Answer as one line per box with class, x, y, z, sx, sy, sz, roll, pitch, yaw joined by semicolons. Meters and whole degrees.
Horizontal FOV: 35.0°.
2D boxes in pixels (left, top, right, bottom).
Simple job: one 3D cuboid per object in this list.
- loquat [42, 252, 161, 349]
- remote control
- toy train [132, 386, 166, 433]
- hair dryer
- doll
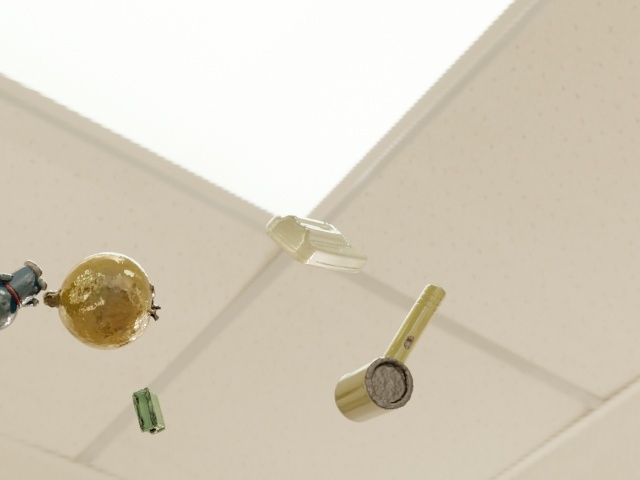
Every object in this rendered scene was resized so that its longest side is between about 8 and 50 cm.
loquat;-0.386;0.107;1.788;0.204;0.172;0.149;-1;-10;-4
remote control;-0.001;0.001;1.450;0.049;0.090;0.230;-52;-19;10
toy train;-0.333;0.334;1.975;0.038;0.093;0.056;-23;-28;5
hair dryer;0.134;0.189;1.755;0.090;0.279;0.135;40;-31;-6
doll;-0.537;0.098;1.716;0.085;0.152;0.114;25;-37;35
